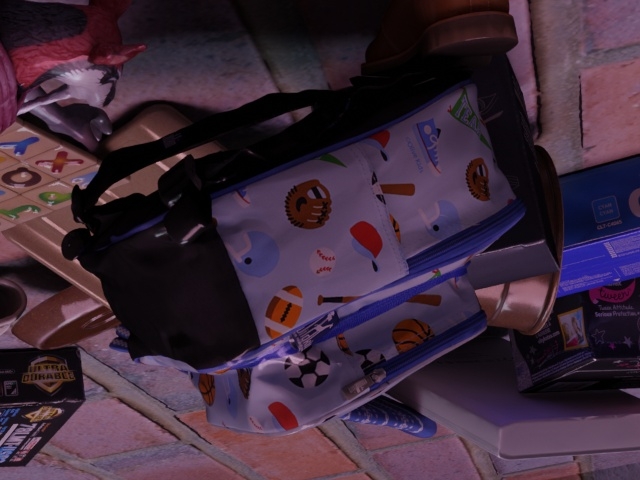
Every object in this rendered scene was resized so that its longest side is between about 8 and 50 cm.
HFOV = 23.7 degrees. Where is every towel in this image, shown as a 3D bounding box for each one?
[{"bbox_3d":[-0.046,0.166,1.717,0.243,0.040,0.336,19,-178,38],"label":"towel"}]

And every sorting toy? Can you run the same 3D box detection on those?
[{"bbox_3d":[-0.086,0.018,1.271,0.307,0.041,0.229,37,137,-25],"label":"sorting toy"}]

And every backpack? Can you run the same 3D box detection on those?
[{"bbox_3d":[0.000,0.000,0.993,0.263,0.213,0.276,-32,-168,-19],"label":"backpack"}]

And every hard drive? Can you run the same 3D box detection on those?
[{"bbox_3d":[0.214,0.178,1.794,0.233,0.047,0.353,0,-170,-26],"label":"hard drive"}]

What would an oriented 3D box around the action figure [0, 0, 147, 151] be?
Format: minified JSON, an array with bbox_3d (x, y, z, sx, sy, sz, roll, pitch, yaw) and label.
[{"bbox_3d":[-0.275,-0.086,0.930,0.370,0.248,0.276,-27,116,11],"label":"action figure"}]

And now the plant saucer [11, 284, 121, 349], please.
[{"bbox_3d":[-0.211,0.063,1.457,0.168,0.029,0.168,-27,171,-5],"label":"plant saucer"}]

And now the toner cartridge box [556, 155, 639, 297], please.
[{"bbox_3d":[0.271,-0.010,1.494,0.348,0.075,0.165,-15,160,15],"label":"toner cartridge box"}]

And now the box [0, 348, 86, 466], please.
[{"bbox_3d":[-0.451,0.204,1.764,0.293,0.073,0.295,-2,159,-25],"label":"box"}]

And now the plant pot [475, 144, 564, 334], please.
[{"bbox_3d":[0.105,-0.004,1.320,0.165,0.167,0.167,3,159,-10],"label":"plant pot"}]

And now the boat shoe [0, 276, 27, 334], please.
[{"bbox_3d":[-0.377,0.060,1.345,0.088,0.096,0.267,-28,155,34],"label":"boat shoe"}]

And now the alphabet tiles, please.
[{"bbox_3d":[-0.291,-0.056,1.127,0.198,0.009,0.237,-18,153,29],"label":"alphabet tiles"}]

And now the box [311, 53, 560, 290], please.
[{"bbox_3d":[0.089,-0.042,1.176,0.156,0.158,0.093,-13,161,13],"label":"box"}]

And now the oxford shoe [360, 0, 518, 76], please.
[{"bbox_3d":[0.076,-0.149,1.010,0.076,0.076,0.212,-6,177,-16],"label":"oxford shoe"}]

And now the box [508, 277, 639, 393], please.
[{"bbox_3d":[0.350,0.082,1.703,0.247,0.142,0.163,1,161,-25],"label":"box"}]
